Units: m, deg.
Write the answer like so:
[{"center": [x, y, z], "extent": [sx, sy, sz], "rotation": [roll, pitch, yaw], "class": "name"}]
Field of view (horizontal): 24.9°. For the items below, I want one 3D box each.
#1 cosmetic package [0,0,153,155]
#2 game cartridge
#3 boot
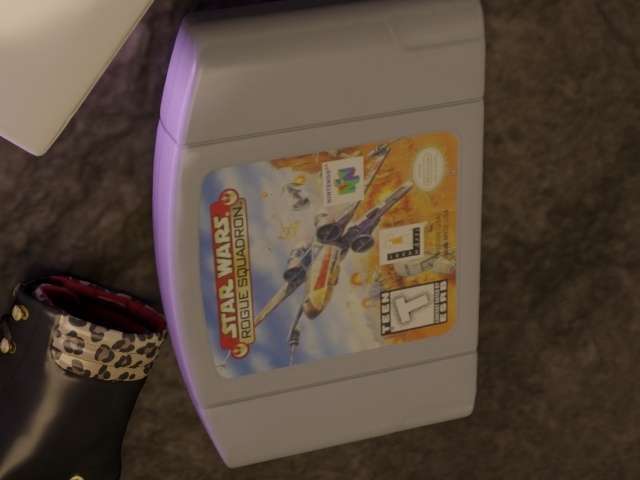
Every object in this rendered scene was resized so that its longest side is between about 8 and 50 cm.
[{"center": [-0.185, -0.188, 0.676], "extent": [0.224, 0.224, 0.138], "rotation": [31, 113, -20], "class": "cosmetic package"}, {"center": [0.000, 0.000, 0.876], "extent": [0.198, 0.062, 0.297], "rotation": [-13, 120, -18], "class": "game cartridge"}, {"center": [-0.223, 0.096, 0.909], "extent": [0.236, 0.085, 0.178], "rotation": [17, 110, -15], "class": "boot"}]
